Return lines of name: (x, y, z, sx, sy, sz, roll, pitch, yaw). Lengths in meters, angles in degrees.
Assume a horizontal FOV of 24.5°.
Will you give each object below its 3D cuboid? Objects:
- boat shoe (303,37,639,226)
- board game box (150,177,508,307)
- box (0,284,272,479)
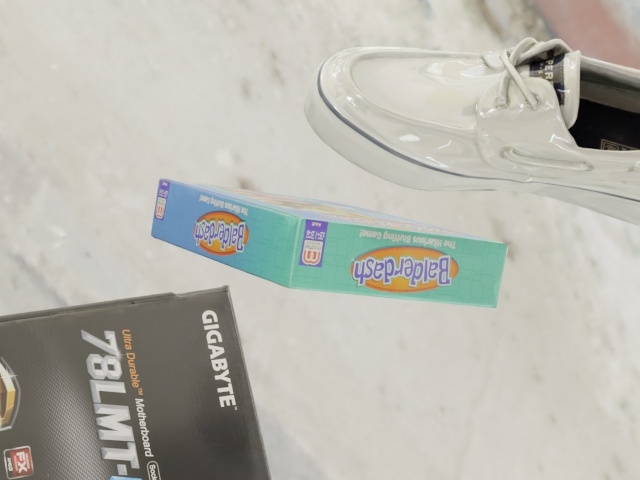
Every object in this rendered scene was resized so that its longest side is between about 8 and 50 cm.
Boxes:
boat shoe: (0.122, -0.076, 0.823, 0.258, 0.084, 0.095, 9, 55, -6)
board game box: (0.000, 0.000, 1.003, 0.160, 0.210, 0.047, 7, 95, -30)
box: (-0.192, 0.198, 1.244, 0.073, 0.293, 0.296, 104, -25, -62)
